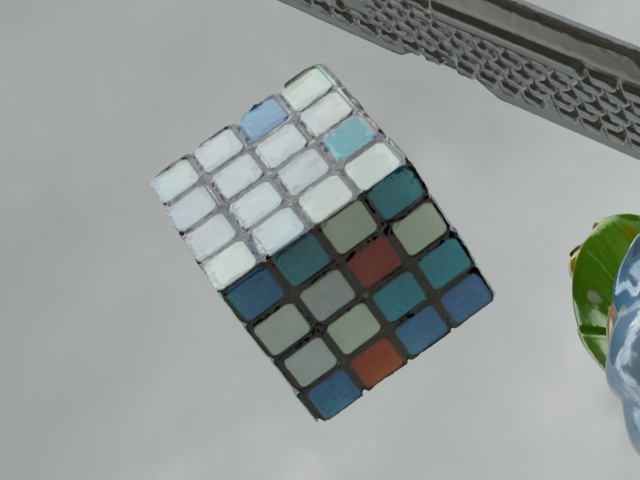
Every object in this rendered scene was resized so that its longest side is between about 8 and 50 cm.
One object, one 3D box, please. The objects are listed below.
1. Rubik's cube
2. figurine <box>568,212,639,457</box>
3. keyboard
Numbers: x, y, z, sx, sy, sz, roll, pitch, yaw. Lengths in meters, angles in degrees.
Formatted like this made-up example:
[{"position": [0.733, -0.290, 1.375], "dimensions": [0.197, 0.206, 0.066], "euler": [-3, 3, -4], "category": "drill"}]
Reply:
[{"position": [0.000, 0.000, 1.194], "dimensions": [0.154, 0.155, 0.151], "euler": [-37, -49, -1], "category": "Rubik's cube"}, {"position": [0.226, 0.055, 1.064], "dimensions": [0.143, 0.263, 0.162], "euler": [-18, -74, -8], "category": "figurine"}, {"position": [0.044, -0.092, 0.712], "dimensions": [0.016, 0.262, 0.106], "euler": [-59, -25, -7], "category": "keyboard"}]
